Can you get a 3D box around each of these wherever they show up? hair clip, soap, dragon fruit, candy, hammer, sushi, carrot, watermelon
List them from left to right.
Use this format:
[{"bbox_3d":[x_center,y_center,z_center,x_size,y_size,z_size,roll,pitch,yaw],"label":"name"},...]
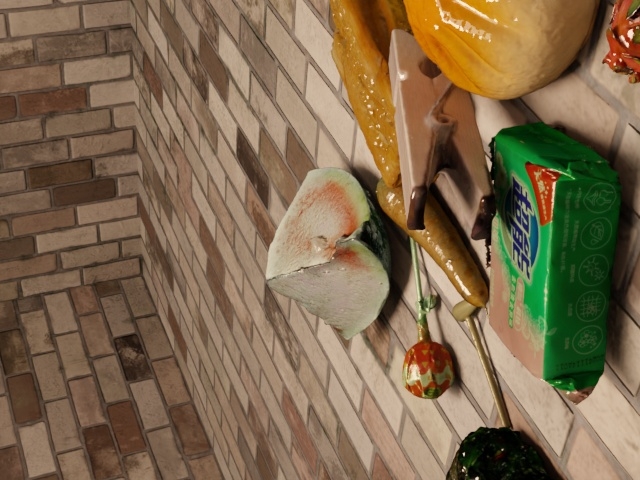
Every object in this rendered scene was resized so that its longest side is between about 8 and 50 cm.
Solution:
[{"bbox_3d":[0.000,0.000,1.772,0.320,0.214,0.289,94,160,-66],"label":"watermelon"},{"bbox_3d":[0.159,0.106,1.635,0.084,0.078,0.287,25,-122,-68],"label":"candy"},{"bbox_3d":[0.139,-0.141,1.285,0.085,0.101,0.330,89,178,-45],"label":"hair clip"},{"bbox_3d":[0.176,0.005,1.517,0.298,0.078,0.078,56,151,35],"label":"carrot"},{"bbox_3d":[0.243,0.174,1.487,0.060,0.028,0.195,-38,68,59],"label":"hammer"},{"bbox_3d":[0.255,0.356,1.393,0.225,0.124,0.127,-113,22,-45],"label":"sushi"},{"bbox_3d":[0.268,0.017,1.200,0.218,0.098,0.273,-132,36,-60],"label":"soap"},{"bbox_3d":[0.317,-0.205,0.976,0.081,0.086,0.116,-66,-4,-48],"label":"dragon fruit"}]

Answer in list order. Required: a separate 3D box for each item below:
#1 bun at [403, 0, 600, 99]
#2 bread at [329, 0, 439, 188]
[{"bbox_3d":[0.179,-0.306,1.178,0.299,0.165,0.299,167,90,-70],"label":"bun"},{"bbox_3d":[0.092,-0.260,1.533,0.185,0.109,0.380,101,152,-57],"label":"bread"}]
